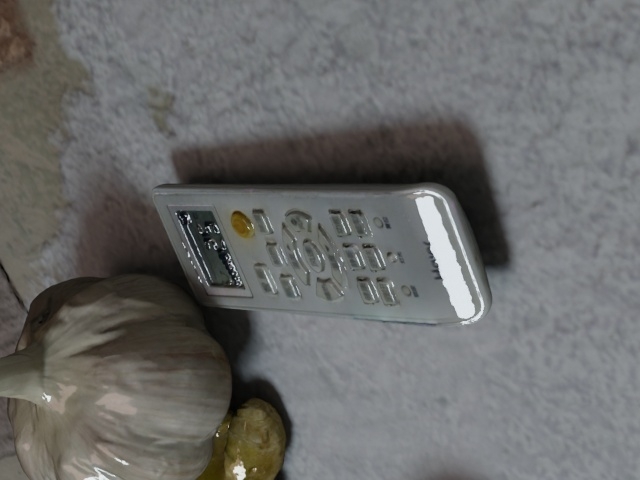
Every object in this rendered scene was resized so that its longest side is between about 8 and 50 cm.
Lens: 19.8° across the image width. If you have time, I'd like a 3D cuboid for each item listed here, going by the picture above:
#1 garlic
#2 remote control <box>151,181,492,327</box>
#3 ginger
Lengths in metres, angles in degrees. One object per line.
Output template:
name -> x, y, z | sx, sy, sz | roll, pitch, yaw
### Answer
garlic -> -0.198, 0.115, 1.472 | 0.218, 0.212, 0.218 | -13, 71, 43
remote control -> 0.000, 0.000, 1.363 | 0.313, 0.055, 0.109 | 2, 122, 47
ginger -> -0.075, 0.226, 1.543 | 0.115, 0.081, 0.205 | -3, 106, 12
